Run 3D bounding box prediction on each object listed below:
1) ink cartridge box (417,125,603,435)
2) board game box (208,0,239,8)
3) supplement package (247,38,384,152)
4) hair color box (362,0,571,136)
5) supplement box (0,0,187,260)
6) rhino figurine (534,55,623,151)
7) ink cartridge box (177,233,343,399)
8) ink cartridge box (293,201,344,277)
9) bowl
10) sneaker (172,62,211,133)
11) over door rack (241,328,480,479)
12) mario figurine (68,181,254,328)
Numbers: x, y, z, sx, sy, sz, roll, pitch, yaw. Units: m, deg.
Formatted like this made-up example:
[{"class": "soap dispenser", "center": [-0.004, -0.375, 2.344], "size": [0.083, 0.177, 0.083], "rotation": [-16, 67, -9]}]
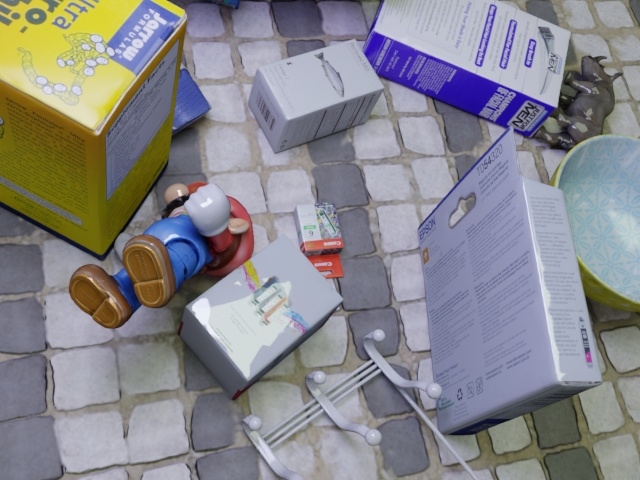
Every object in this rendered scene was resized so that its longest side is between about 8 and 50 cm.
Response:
[{"class": "ink cartridge box", "center": [0.232, 0.070, 1.021], "size": [0.071, 0.324, 0.330], "rotation": [4, 66, -14]}, {"class": "board game box", "center": [-0.199, -0.424, 1.195], "size": [0.160, 0.210, 0.047], "rotation": [13, 96, -10]}, {"class": "supplement package", "center": [-0.009, -0.232, 1.214], "size": [0.179, 0.105, 0.105], "rotation": [-23, 74, -23]}, {"class": "hair color box", "center": [0.254, -0.336, 1.332], "size": [0.339, 0.110, 0.185], "rotation": [21, 62, -3]}, {"class": "supplement box", "center": [-0.311, -0.158, 0.960], "size": [0.195, 0.356, 0.194], "rotation": [28, 62, -2]}, {"class": "rhino figurine", "center": [0.480, -0.254, 1.374], "size": [0.106, 0.073, 0.243], "rotation": [30, 61, 4]}, {"class": "ink cartridge box", "center": [-0.083, 0.104, 1.032], "size": [0.176, 0.128, 0.127], "rotation": [-37, 80, -27]}, {"class": "ink cartridge box", "center": [0.000, 0.000, 1.156], "size": [0.063, 0.029, 0.115], "rotation": [-5, 68, -17]}, {"class": "bowl", "center": [0.466, -0.007, 1.213], "size": [0.289, 0.156, 0.289], "rotation": [5, 66, -12]}, {"class": "sneaker", "center": [-0.288, -0.303, 1.109], "size": [0.315, 0.182, 0.127], "rotation": [48, 60, -4]}, {"class": "over door rack", "center": [0.083, 0.304, 1.000], "size": [0.239, 0.108, 0.324], "rotation": [-31, 77, -24]}, {"class": "mario figurine", "center": [-0.200, -0.012, 0.980], "size": [0.198, 0.320, 0.170], "rotation": [10, 107, 11]}]
